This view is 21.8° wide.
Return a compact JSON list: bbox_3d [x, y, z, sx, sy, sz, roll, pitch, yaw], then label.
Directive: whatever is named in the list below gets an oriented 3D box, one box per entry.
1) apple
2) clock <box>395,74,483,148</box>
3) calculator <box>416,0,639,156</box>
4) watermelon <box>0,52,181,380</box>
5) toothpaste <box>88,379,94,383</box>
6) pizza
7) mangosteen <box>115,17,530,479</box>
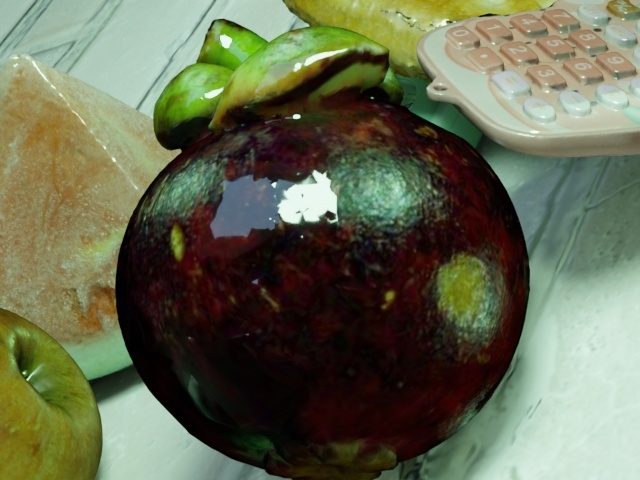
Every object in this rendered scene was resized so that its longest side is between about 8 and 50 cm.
[{"bbox_3d":[-0.302,0.164,1.364,0.207,0.237,0.237,-38,27,15],"label":"apple"},{"bbox_3d":[0.046,-0.084,1.499,0.211,0.066,0.159,-9,38,42],"label":"clock"},{"bbox_3d":[0.228,-0.124,1.202,0.330,0.048,0.220,-9,34,-17],"label":"calculator"},{"bbox_3d":[-0.215,0.006,1.486,0.283,0.292,0.250,-8,60,36],"label":"watermelon"},{"bbox_3d":[-0.281,0.122,1.603,0.216,0.037,0.062,-5,36,38],"label":"toothpaste"},{"bbox_3d":[0.140,-0.207,1.434,0.409,0.114,0.278,18,36,24],"label":"pizza"},{"bbox_3d":[-0.004,0.016,1.152,0.311,0.311,0.311,-28,29,17],"label":"mangosteen"}]
